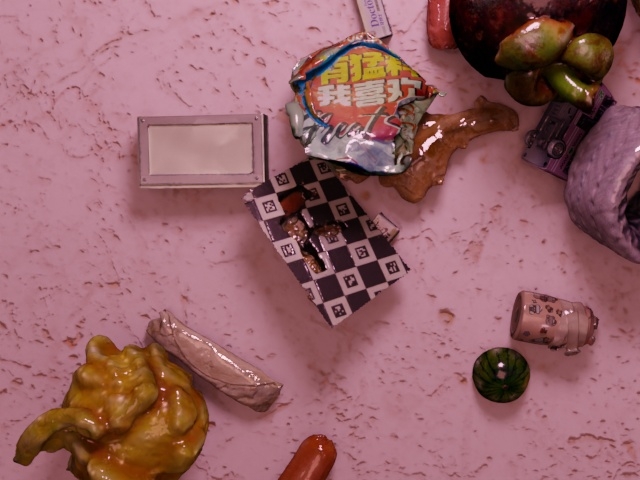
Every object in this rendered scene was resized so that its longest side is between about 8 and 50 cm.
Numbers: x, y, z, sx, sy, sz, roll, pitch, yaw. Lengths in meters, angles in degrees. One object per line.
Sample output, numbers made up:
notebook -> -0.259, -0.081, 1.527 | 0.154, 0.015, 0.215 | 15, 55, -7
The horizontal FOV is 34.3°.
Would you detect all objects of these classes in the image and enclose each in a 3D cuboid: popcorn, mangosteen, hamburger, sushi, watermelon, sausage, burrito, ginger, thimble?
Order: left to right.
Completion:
popcorn -> -0.357, 0.319, 1.788 | 0.325, 0.321, 0.290 | 4, 95, -14
burrito -> -0.196, 0.218, 1.896 | 0.275, 0.059, 0.082 | 35, 111, 1
sausage -> -0.037, 0.442, 1.895 | 0.076, 0.076, 0.197 | 33, 95, 1
sushi -> 0.000, 0.000, 1.820 | 0.192, 0.043, 0.279 | -34, 81, -27
hamburger -> 0.056, -0.211, 1.779 | 0.260, 0.150, 0.276 | 24, 61, 7
ginger -> 0.191, -0.162, 1.831 | 0.333, 0.081, 0.148 | -28, 70, 3
sausage -> 0.221, -0.402, 1.808 | 0.076, 0.076, 0.141 | 3, 96, 4
watermelon -> 0.324, 0.246, 1.857 | 0.105, 0.062, 0.105 | 2, 103, 7
mangosteen -> 0.357, -0.367, 1.686 | 0.311, 0.311, 0.311 | 0, 95, 4
thimble -> 0.531, -0.099, 1.736 | 0.217, 0.157, 0.245 | 3, 109, -23

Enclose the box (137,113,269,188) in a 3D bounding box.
box -> -0.207, -0.159, 1.854 | 0.225, 0.086, 0.129 | -1, 94, 3

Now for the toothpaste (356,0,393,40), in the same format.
toothpaste -> 0.085, -0.436, 1.835 | 0.046, 0.034, 0.164 | -16, 93, 9

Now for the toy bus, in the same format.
toy bus -> 0.433, -0.197, 1.797 | 0.098, 0.087, 0.178 | 24, 98, -30

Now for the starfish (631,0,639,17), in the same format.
starfish -> 0.540, -0.478, 1.691 | 0.132, 0.384, 0.398 | -3, 80, 23

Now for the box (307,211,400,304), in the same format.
box -> 0.060, 0.042, 1.872 | 0.050, 0.041, 0.207 | 41, 96, 5

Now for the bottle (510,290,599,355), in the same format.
bottle -> 0.417, 0.147, 1.828 | 0.152, 0.099, 0.099 | 12, 95, 0
